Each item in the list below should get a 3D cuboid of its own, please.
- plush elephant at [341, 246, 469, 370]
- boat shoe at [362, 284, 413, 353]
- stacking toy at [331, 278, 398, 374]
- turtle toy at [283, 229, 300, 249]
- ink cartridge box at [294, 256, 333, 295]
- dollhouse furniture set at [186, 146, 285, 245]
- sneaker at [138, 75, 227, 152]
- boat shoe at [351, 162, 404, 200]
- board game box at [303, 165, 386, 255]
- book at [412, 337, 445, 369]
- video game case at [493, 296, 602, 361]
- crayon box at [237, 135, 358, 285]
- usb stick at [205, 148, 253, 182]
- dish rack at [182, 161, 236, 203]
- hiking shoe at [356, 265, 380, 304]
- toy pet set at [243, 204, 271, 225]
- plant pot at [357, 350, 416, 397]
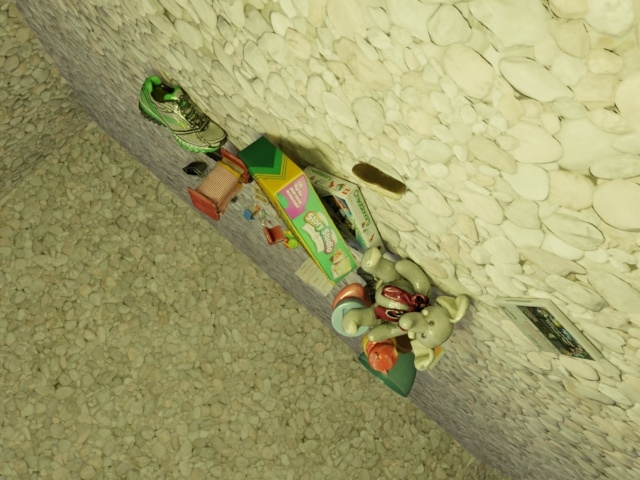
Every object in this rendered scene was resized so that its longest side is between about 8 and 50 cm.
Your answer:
[{"bbox_3d":[0.260,0.211,1.273,0.330,0.272,0.255,17,-169,-28],"label":"plush elephant"},{"bbox_3d":[0.258,0.297,1.699,0.307,0.110,0.104,52,149,4],"label":"boat shoe"},{"bbox_3d":[0.203,0.271,1.482,0.309,0.279,0.130,48,-164,-14],"label":"stacking toy"},{"bbox_3d":[-0.126,0.004,1.973,0.095,0.066,0.130,45,164,-14],"label":"turtle toy"},{"bbox_3d":[-0.016,0.160,2.044,0.198,0.115,0.067,25,158,48],"label":"ink cartridge box"},{"bbox_3d":[-0.243,-0.127,1.560,0.374,0.201,0.152,32,161,3],"label":"dollhouse furniture set"},{"bbox_3d":[-0.469,-0.422,1.516,0.343,0.134,0.146,32,144,-1],"label":"sneaker"},{"bbox_3d":[0.129,-0.130,1.027,0.135,0.050,0.045,35,158,23],"label":"boat shoe"},{"bbox_3d":[0.070,-0.074,1.316,0.193,0.053,0.305,30,161,39],"label":"board game box"},{"bbox_3d":[0.421,0.433,1.779,0.144,0.096,0.035,47,163,-20],"label":"book"},{"bbox_3d":[0.524,0.202,1.047,0.190,0.022,0.173,44,165,-9],"label":"video game case"},{"bbox_3d":[-0.065,-0.087,1.284,0.363,0.106,0.313,57,176,-38],"label":"crayon box"},{"bbox_3d":[-0.363,-0.310,1.728,0.278,0.045,0.077,35,156,23],"label":"usb stick"},{"bbox_3d":[-0.529,-0.271,2.175,0.271,0.074,0.208,50,163,-30],"label":"dish rack"},{"bbox_3d":[0.206,0.183,1.577,0.227,0.114,0.086,38,164,12],"label":"hiking shoe"},{"bbox_3d":[-0.302,-0.114,2.076,0.114,0.065,0.122,34,163,25],"label":"toy pet set"},{"bbox_3d":[0.353,0.588,2.177,0.290,0.195,0.290,37,164,13],"label":"plant pot"}]
